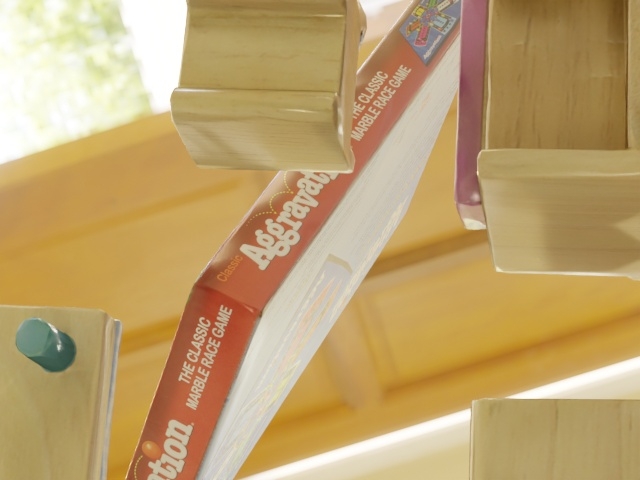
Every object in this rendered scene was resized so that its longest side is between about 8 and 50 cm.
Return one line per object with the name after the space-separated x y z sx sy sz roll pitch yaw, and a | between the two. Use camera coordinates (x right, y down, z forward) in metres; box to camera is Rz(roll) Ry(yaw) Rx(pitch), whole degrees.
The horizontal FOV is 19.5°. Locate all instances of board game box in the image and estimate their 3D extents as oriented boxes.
0.000 0.000 0.724 0.281 0.027 0.145 -55 -12 -52 | board game box

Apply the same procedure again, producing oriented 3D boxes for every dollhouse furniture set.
-0.054 0.080 0.519 0.198 0.303 0.286 62 -150 -72 | dollhouse furniture set
